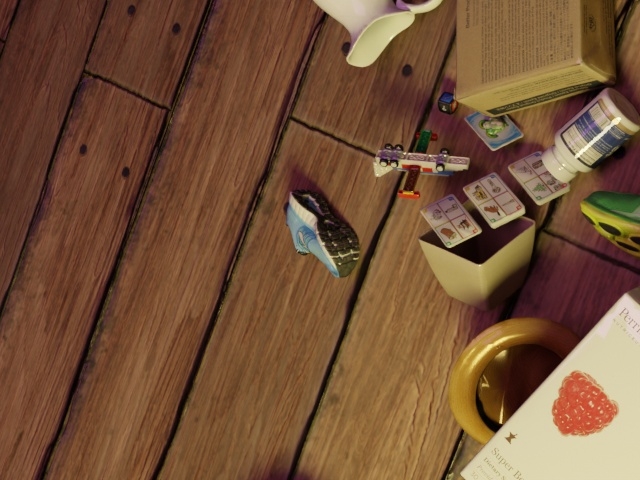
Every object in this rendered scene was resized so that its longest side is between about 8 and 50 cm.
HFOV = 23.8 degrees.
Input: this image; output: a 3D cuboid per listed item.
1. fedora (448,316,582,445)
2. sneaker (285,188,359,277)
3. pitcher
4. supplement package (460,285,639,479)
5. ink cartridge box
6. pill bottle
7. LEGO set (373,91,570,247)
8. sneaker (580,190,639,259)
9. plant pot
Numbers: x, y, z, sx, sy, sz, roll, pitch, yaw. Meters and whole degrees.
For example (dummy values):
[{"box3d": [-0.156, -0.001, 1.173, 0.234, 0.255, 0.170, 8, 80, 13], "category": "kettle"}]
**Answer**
[{"box3d": [0.246, 0.167, 1.861, 0.194, 0.194, 0.079, -52, 13, 22], "category": "fedora"}, {"box3d": [0.000, 0.000, 2.162, 0.162, 0.063, 0.073, 56, 136, 38], "category": "sneaker"}, {"box3d": [0.066, -0.377, 2.136, 0.177, 0.125, 0.207, -32, 71, 10], "category": "pitcher"}, {"box3d": [0.334, 0.206, 1.702, 0.177, 0.175, 0.293, 45, 113, 16], "category": "supplement package"}, {"box3d": [0.271, -0.294, 1.932, 0.193, 0.088, 0.235, -12, 68, 40], "category": "ink cartridge box"}, {"box3d": [0.332, -0.127, 1.870, 0.120, 0.067, 0.067, -43, 56, 28], "category": "pill bottle"}, {"box3d": [0.185, -0.093, 1.976, 0.182, 0.060, 0.244, -26, 50, -11], "category": "LEGO set"}, {"box3d": [0.440, -0.035, 1.749, 0.295, 0.109, 0.123, 3, 62, 43], "category": "sneaker"}, {"box3d": [0.204, 0.025, 1.923, 0.109, 0.109, 0.096, 25, 140, 42], "category": "plant pot"}]
